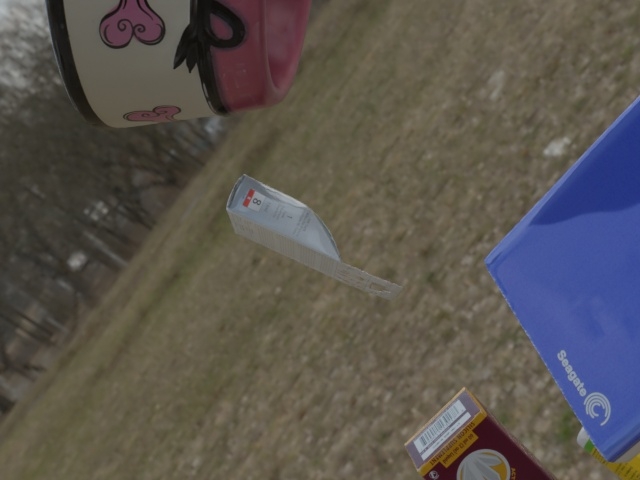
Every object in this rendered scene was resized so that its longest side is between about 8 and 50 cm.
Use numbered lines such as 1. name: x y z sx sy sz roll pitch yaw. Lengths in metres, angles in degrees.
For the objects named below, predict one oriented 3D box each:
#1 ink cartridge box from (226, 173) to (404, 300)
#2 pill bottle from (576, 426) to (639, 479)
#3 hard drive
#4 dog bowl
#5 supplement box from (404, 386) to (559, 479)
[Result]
1. ink cartridge box: 0.000 0.000 1.120 0.145 0.179 0.045 97 -165 -82
2. pill bottle: 0.491 0.303 1.603 0.136 0.245 0.136 -44 -21 -22
3. hard drive: 0.278 -0.009 0.880 0.319 0.040 0.210 -51 51 32
4. dog bowl: -0.087 -0.284 0.929 0.408 0.150 0.408 8 -90 -86
5. supplement box: 0.202 0.279 1.360 0.104 0.188 0.081 -44 14 4
